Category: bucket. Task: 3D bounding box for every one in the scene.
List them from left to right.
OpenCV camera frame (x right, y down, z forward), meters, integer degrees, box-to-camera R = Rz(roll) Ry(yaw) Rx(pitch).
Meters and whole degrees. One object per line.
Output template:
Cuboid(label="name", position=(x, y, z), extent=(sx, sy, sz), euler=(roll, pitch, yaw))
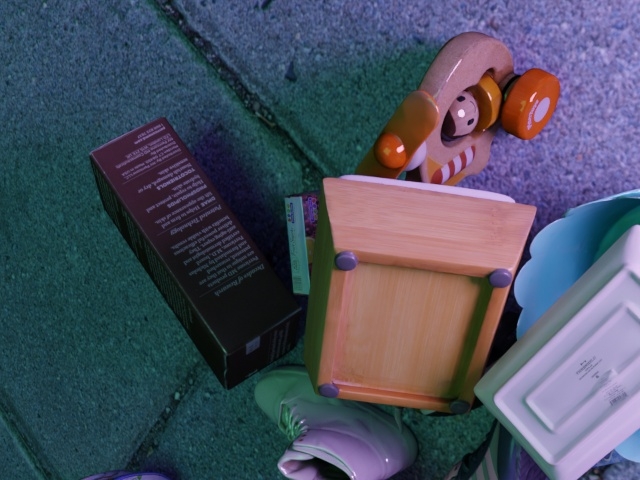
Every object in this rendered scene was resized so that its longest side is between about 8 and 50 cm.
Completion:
Cuboid(label="bucket", position=(0.365, 0.075, 0.947), extent=(0.281, 0.183, 0.281), euler=(10, 106, 37))

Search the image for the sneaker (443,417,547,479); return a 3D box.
Cuboid(label="sneaker", position=(0.218, 0.297, 1.153), extent=(0.131, 0.112, 0.318), euler=(18, 112, 35))

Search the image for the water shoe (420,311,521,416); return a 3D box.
Cuboid(label="water shoe", position=(0.207, 0.165, 1.179), extent=(0.203, 0.073, 0.080), euler=(-38, 54, 32))

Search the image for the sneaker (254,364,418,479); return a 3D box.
Cuboid(label="sneaker", position=(-0.023, 0.276, 1.314), extent=(0.293, 0.169, 0.108), euler=(18, 112, 36))

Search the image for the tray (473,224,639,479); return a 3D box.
Cuboid(label="tray", position=(0.272, 0.126, 0.894), extent=(0.145, 0.030, 0.270), euler=(48, 125, 19))

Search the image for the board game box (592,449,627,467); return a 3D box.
Cuboid(label="board game box", position=(0.350, 0.226, 1.096), extent=(0.090, 0.020, 0.090), euler=(-27, 82, 39))

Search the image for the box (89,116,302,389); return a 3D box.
Cuboid(label="box", position=(-0.191, 0.020, 1.366), extent=(0.381, 0.143, 0.191), euler=(55, 162, 17))

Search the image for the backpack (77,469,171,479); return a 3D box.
Cuboid(label="backpack", position=(-0.349, 0.541, 1.584), extent=(0.213, 0.277, 0.263), euler=(-16, 82, 35))

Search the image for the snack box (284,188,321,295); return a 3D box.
Cuboid(label="snack box", position=(0.000, 0.000, 1.278), extent=(0.037, 0.100, 0.141), euler=(2, 101, 40))

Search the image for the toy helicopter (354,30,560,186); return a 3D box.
Cuboid(label="toy helicopter", position=(0.124, -0.075, 1.064), extent=(0.140, 0.235, 0.355), euler=(33, 114, 29))

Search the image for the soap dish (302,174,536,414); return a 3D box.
Cuboid(label="soap dish", position=(0.100, 0.072, 1.020), extent=(0.229, 0.118, 0.290), euler=(8, 131, 1))

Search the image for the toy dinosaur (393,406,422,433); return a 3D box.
Cuboid(label="toy dinosaur", position=(0.076, 0.105, 1.229), extent=(0.160, 0.121, 0.313), euler=(-35, 81, 24))
